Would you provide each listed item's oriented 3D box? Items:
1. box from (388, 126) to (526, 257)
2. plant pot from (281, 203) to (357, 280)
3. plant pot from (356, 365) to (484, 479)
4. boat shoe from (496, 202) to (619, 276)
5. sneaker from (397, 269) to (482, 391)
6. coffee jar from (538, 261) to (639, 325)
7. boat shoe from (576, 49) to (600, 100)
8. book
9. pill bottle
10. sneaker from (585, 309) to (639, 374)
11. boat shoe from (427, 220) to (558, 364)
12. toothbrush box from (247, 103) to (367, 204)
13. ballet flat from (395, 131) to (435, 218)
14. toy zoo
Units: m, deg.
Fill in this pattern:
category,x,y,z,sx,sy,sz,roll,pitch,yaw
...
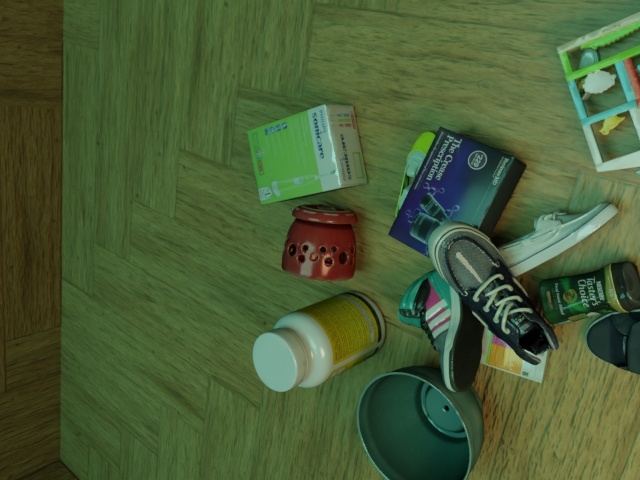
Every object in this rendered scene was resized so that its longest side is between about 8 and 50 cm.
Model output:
category,x,y,z,sx,sy,sz,roll,pitch,yaw
box,0.291,-0.085,1.290,0.184,0.103,0.261,30,102,29
plant pot,0.000,0.000,1.535,0.191,0.191,0.174,12,103,38
plant pot,0.260,0.419,1.400,0.293,0.196,0.293,10,105,39
boat shoe,0.463,-0.015,1.203,0.258,0.095,0.084,-39,79,37
sneaker,0.259,0.196,1.361,0.178,0.124,0.295,-18,56,45
coffee jar,0.531,0.105,1.175,0.184,0.079,0.096,-22,63,40
boat shoe,0.504,-0.316,1.141,0.035,0.035,0.100,19,111,36
book,0.430,0.245,1.330,0.144,0.035,0.096,15,106,37
pill bottle,-0.002,0.251,1.493,0.188,0.334,0.188,9,105,38
sneaker,0.635,0.196,1.086,0.321,0.127,0.126,-3,99,42
boat shoe,0.350,0.106,1.177,0.127,0.340,0.158,-44,29,7
toothbrush box,-0.039,-0.219,1.563,0.283,0.122,0.206,-9,93,42
ballet flat,0.221,-0.136,1.391,0.077,0.077,0.231,25,114,35
toy zoo,0.567,-0.249,1.079,0.192,0.030,0.293,-19,87,28
